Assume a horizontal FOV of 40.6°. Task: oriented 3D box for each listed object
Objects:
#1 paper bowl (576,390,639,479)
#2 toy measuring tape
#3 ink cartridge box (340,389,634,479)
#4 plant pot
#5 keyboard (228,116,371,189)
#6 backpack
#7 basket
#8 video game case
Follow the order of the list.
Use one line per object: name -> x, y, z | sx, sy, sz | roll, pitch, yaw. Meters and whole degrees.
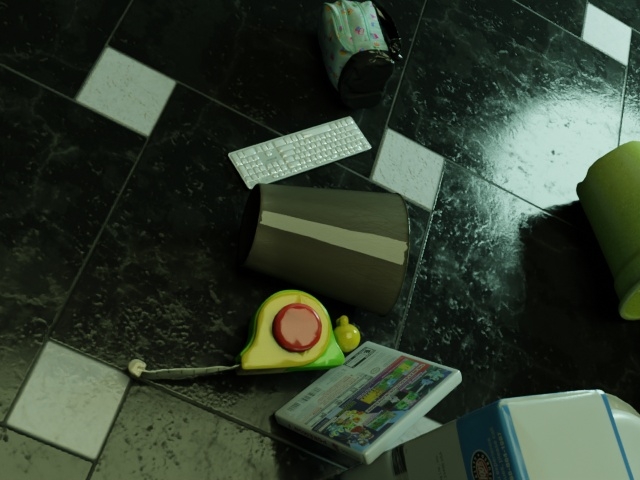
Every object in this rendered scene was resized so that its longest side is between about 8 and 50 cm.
paper bowl -> 0.429, 0.371, 1.321 | 0.284, 0.148, 0.284 | 12, 60, -22
toy measuring tape -> -0.103, 0.129, 1.215 | 0.330, 0.121, 0.121 | -1, 66, -16
ink cartridge box -> 0.202, 0.376, 1.061 | 0.166, 0.395, 0.285 | -1, 66, -28
plant pot -> 0.600, -0.036, 1.558 | 0.276, 0.276, 0.254 | -8, 58, -28
keyboard -> -0.031, -0.148, 1.441 | 0.256, 0.014, 0.072 | -22, 76, -32
backpack -> 0.062, -0.339, 1.508 | 0.115, 0.152, 0.182 | -1, 60, -21
basket -> 0.000, 0.000, 1.304 | 0.227, 0.154, 0.204 | 11, 60, -16
video game case -> 0.066, 0.221, 1.216 | 0.201, 0.183, 0.023 | -32, 119, -34
